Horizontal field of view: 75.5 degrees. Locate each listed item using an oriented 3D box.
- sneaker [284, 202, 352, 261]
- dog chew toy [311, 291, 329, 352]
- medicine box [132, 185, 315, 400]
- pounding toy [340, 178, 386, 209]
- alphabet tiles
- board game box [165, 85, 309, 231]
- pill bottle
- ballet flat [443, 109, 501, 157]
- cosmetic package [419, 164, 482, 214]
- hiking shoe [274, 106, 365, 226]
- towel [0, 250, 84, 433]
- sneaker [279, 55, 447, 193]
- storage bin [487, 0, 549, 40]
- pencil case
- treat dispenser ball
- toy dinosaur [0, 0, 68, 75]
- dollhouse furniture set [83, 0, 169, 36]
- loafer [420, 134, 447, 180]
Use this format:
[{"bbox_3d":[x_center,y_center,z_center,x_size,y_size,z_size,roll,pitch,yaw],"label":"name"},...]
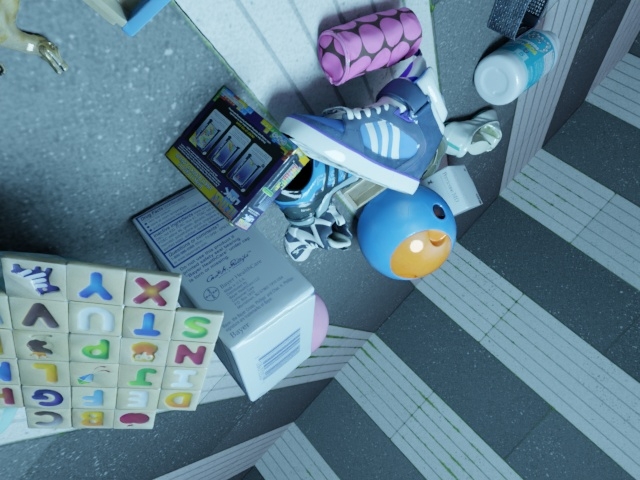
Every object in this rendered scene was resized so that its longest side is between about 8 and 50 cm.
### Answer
[{"bbox_3d":[0.000,0.000,1.012,0.094,0.153,0.235,-21,145,-42],"label":"sneaker"},{"bbox_3d":[-0.133,0.231,1.105,0.331,0.207,0.207,-5,133,-46],"label":"dog chew toy"},{"bbox_3d":[-0.157,0.091,0.722,0.149,0.289,0.264,-34,153,-23],"label":"medicine box"},{"bbox_3d":[0.095,-0.170,1.006,0.130,0.100,0.141,-35,155,8],"label":"pounding toy"},{"bbox_3d":[-0.289,0.155,0.531,0.285,0.011,0.343,9,128,-20],"label":"alphabet tiles"},{"bbox_3d":[-0.124,-0.120,0.603,0.141,0.170,0.048,-48,158,4],"label":"board game box"},{"bbox_3d":[0.581,-0.514,1.202,0.264,0.146,0.146,-38,154,-22],"label":"pill bottle"},{"bbox_3d":[0.524,-0.345,1.385,0.400,0.139,0.139,-25,147,-42],"label":"ballet flat"},{"bbox_3d":[0.410,-0.146,1.392,0.183,0.151,0.151,-29,172,40],"label":"cosmetic package"},{"bbox_3d":[0.020,-0.167,0.847,0.304,0.113,0.132,-52,145,-6],"label":"hiking shoe"},{"bbox_3d":[-0.510,0.163,0.495,0.375,0.090,0.320,-54,156,15],"label":"towel"},{"bbox_3d":[0.098,-0.236,0.750,0.322,0.130,0.236,16,98,-33],"label":"sneaker"},{"bbox_3d":[0.500,-0.604,1.007,0.122,0.084,0.180,-36,153,-23],"label":"storage bin"},{"bbox_3d":[0.088,-0.337,0.727,0.209,0.095,0.098,-29,164,-30],"label":"pencil case"},{"bbox_3d":[0.253,-0.027,1.232,0.288,0.288,0.288,-37,154,-22],"label":"treat dispenser ball"},{"bbox_3d":[-0.303,-0.202,0.349,0.093,0.053,0.183,-58,166,-15],"label":"toy dinosaur"},{"bbox_3d":[-0.169,-0.370,0.281,0.303,0.198,0.286,-25,143,28],"label":"dollhouse furniture set"},{"bbox_3d":[0.309,-0.247,1.220,0.087,0.094,0.251,-48,157,-8],"label":"loafer"}]
